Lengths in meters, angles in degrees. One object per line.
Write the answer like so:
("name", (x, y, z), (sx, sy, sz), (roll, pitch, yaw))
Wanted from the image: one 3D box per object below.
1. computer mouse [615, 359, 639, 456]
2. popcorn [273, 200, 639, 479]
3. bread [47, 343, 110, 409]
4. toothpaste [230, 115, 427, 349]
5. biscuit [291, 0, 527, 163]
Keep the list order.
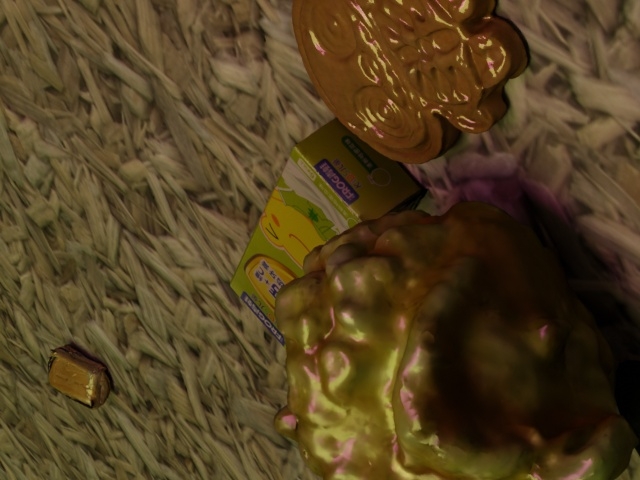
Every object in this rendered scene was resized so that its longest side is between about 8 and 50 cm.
("computer mouse", (0.302, 0.169, 1.562), (0.172, 0.057, 0.099), (42, 153, 28))
("popcorn", (0.112, 0.131, 1.574), (0.274, 0.279, 0.335), (-32, 93, 19))
("bread", (-0.344, 0.194, 2.632), (0.106, 0.053, 0.072), (25, 119, 40))
("toothpaste", (0.000, 0.000, 1.821), (0.110, 0.077, 0.327), (48, 153, 10))
("biscuit", (0.068, -0.157, 1.571), (0.289, 0.044, 0.202), (-3, 120, 61))
